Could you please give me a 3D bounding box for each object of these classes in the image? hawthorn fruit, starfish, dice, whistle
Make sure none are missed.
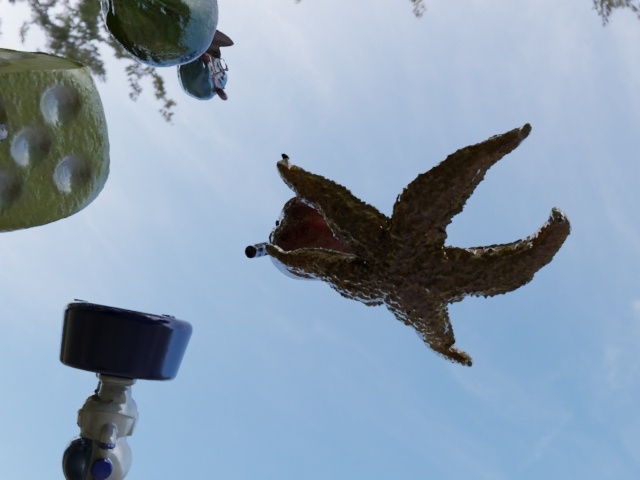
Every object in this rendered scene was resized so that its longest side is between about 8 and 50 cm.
[{"bbox_3d":[0.000,0.000,1.197,0.202,0.185,0.185,16,-58,-2],"label":"hawthorn fruit"},{"bbox_3d":[0.073,0.008,0.583,0.302,0.060,0.299,14,-49,18],"label":"starfish"},{"bbox_3d":[-0.463,-0.153,0.855,0.238,0.233,0.226,25,-56,39],"label":"dice"},{"bbox_3d":[-0.110,0.015,1.302,0.033,0.176,0.033,4,-82,26],"label":"whistle"}]

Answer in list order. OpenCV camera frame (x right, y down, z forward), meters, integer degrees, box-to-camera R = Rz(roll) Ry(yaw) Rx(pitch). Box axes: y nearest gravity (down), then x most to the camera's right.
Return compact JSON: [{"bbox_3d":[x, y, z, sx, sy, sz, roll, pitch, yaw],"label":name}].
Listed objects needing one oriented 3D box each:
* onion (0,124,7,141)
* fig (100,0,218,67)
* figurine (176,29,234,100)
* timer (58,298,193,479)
[{"bbox_3d":[-0.350,-0.012,0.362,0.267,0.349,0.159,16,-80,25],"label":"onion"},{"bbox_3d":[-0.183,-0.257,0.633,0.123,0.156,0.123,-1,-95,12],"label":"fig"},{"bbox_3d":[-0.273,-0.404,1.174,0.205,0.103,0.260,27,-36,45],"label":"figurine"},{"bbox_3d":[-0.436,0.331,1.225,0.270,0.270,0.383,7,-102,16],"label":"timer"}]
